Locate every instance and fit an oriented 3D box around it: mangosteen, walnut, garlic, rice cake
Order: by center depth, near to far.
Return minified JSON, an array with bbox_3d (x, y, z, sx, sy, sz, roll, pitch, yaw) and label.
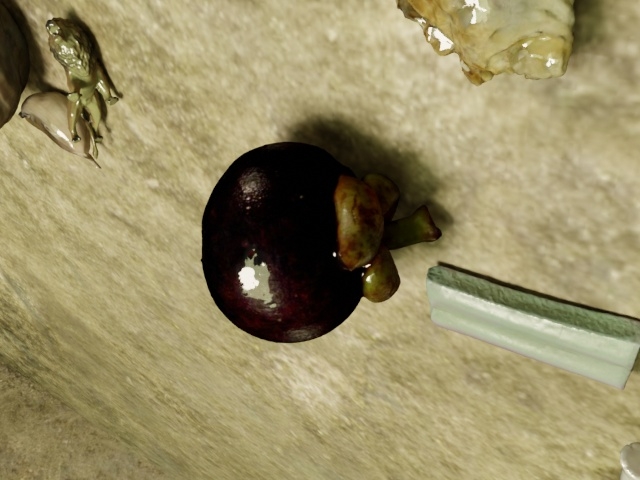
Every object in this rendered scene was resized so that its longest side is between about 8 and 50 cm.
[{"bbox_3d":[0.000,0.000,0.639,0.249,0.211,0.211,-2,131,8],"label":"mangosteen"},{"bbox_3d":[0.213,0.089,0.641,0.221,0.042,0.080,16,135,31],"label":"rice cake"},{"bbox_3d":[-0.516,-0.251,0.860,0.224,0.224,0.224,25,141,23],"label":"walnut"},{"bbox_3d":[-0.388,-0.179,0.927,0.152,0.066,0.084,33,170,20],"label":"garlic"}]

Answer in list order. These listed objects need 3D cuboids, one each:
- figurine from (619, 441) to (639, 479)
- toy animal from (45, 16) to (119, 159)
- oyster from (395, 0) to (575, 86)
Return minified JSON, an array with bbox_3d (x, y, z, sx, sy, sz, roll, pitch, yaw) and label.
[{"bbox_3d":[0.360,0.191,0.527,0.189,0.142,0.263,1,133,2],"label":"figurine"},{"bbox_3d":[-0.319,-0.195,0.839,0.086,0.069,0.220,47,145,33],"label":"toy animal"},{"bbox_3d":[0.054,-0.247,0.400,0.354,0.107,0.201,46,148,-4],"label":"oyster"}]
